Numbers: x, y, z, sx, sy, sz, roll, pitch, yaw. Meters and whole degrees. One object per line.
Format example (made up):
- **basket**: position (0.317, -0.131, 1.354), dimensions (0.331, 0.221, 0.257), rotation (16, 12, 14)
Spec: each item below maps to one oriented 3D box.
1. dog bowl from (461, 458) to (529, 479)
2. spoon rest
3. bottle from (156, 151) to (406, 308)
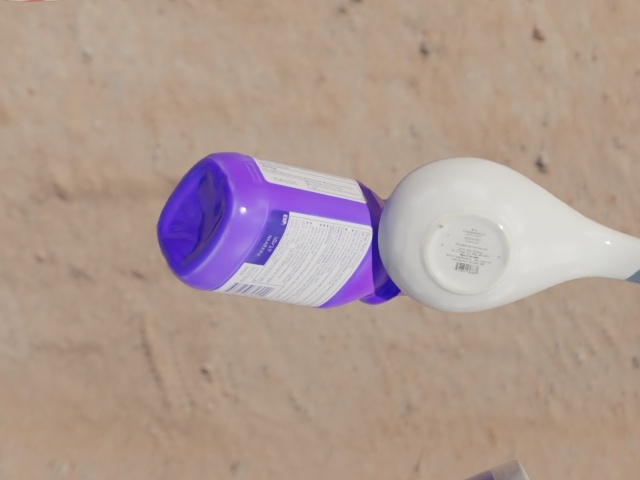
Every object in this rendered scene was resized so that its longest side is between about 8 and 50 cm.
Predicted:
- **dog bowl**: position (0.180, 0.337, 1.664), dimensions (0.104, 0.265, 0.265), rotation (-22, 113, 0)
- **spoon rest**: position (0.184, 0.013, 1.536), dimensions (0.276, 0.084, 0.137), rotation (14, 110, 0)
- **bottle**: position (0.000, 0.000, 1.577), dimensions (0.283, 0.092, 0.118), rotation (10, 130, -41)
